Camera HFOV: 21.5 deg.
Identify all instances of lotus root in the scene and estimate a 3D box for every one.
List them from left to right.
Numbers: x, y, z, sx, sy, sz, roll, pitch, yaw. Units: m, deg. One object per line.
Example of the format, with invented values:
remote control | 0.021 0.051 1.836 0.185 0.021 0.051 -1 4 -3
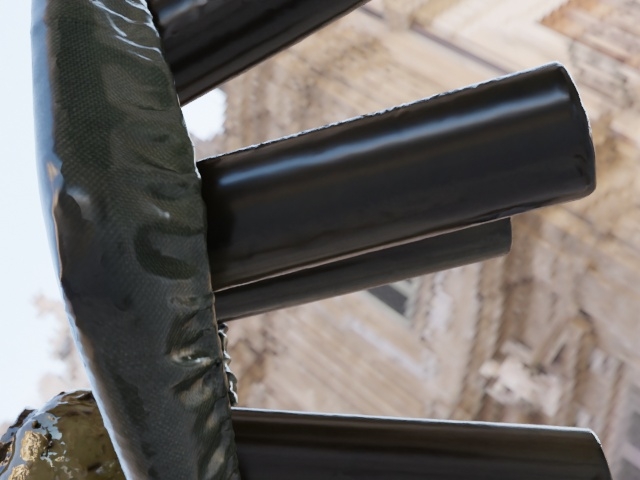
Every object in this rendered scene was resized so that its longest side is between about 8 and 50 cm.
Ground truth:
lotus root | -0.099 0.216 1.139 0.160 0.284 0.146 -56 -1 -11

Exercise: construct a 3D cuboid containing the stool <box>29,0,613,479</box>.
stool | 0.000 0.000 0.815 0.226 0.310 0.310 -13 -50 0
